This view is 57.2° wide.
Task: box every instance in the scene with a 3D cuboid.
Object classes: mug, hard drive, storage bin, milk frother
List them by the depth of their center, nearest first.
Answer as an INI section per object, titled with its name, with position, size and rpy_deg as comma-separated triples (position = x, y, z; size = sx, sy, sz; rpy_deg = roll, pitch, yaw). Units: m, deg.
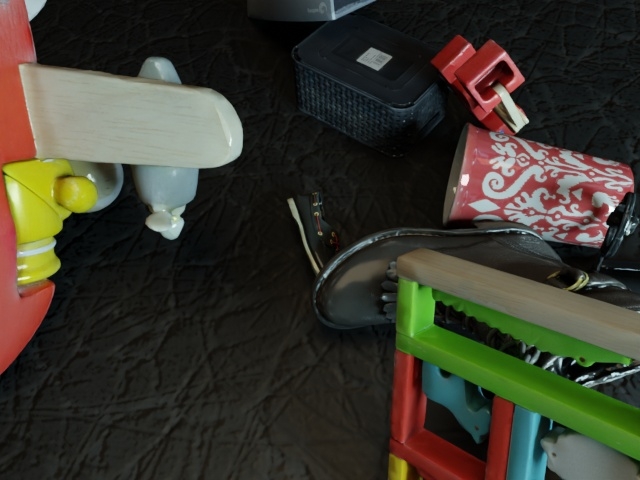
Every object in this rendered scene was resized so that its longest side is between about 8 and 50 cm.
[milk frother]
position = 0.314, 0.039, 0.531
size = 0.134, 0.143, 0.129
rpy_deg = 5, 51, 6
[mug]
position = 0.229, -0.068, 0.631
size = 0.169, 0.113, 0.150
rpy_deg = 12, 58, 7
[storage bin]
position = 0.064, -0.201, 0.746
size = 0.180, 0.084, 0.122
rpy_deg = 32, 62, 23
[hard drive]
position = 0.007, -0.358, 0.816
size = 0.172, 0.054, 0.254
rpy_deg = -31, 32, -18

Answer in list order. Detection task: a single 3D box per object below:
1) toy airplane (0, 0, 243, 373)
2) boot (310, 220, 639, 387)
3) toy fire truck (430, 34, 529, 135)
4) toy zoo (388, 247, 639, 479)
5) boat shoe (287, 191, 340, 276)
[toy airplane]
position = -0.303, -0.108, 0.585
size = 0.384, 0.272, 0.386
rpy_deg = -41, 73, 12
[boot]
position = 0.127, 0.053, 0.483
size = 0.262, 0.091, 0.229
rpy_deg = -14, 18, -2
[toy fire truck]
position = 0.185, -0.157, 0.637
size = 0.047, 0.192, 0.135
rpy_deg = -43, 46, 14
[toy zoo]
position = 0.126, 0.168, 0.382
size = 0.030, 0.293, 0.192
rpy_deg = -17, 25, -40
[boat shoe]
position = 0.000, -0.001, 0.629
size = 0.042, 0.049, 0.133
rpy_deg = -19, 51, -1
